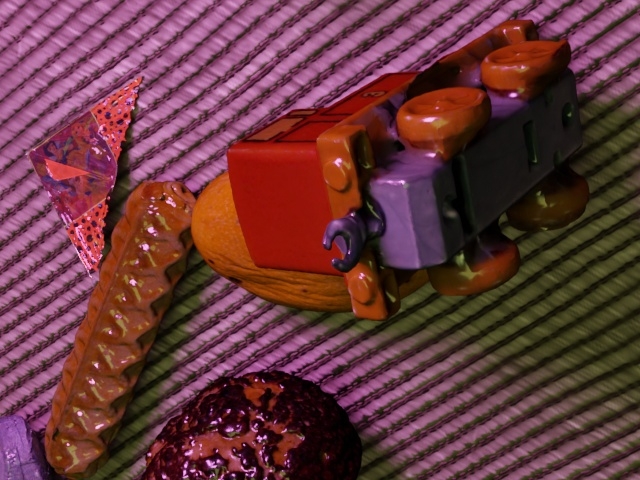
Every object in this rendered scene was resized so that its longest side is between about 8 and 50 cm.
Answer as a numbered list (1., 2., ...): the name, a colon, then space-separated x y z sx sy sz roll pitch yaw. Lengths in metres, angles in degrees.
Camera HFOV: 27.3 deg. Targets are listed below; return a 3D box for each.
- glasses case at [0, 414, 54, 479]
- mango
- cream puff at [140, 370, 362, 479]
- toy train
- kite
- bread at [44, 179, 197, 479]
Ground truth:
1. glasses case: -0.317 0.330 1.475 0.067 0.109 0.282 -16 106 -16
2. mango: -0.003 0.003 1.274 0.262 0.109 0.157 9 132 17
3. cream puff: -0.079 0.230 1.305 0.165 0.239 0.239 44 113 -11
4. toy train: 0.079 -0.065 1.120 0.232 0.369 0.163 5 117 35
5. kite: -0.260 -0.078 1.375 0.125 0.008 0.222 17 95 22
6. bread: -0.214 0.098 1.394 0.077 0.084 0.367 10 116 -29
